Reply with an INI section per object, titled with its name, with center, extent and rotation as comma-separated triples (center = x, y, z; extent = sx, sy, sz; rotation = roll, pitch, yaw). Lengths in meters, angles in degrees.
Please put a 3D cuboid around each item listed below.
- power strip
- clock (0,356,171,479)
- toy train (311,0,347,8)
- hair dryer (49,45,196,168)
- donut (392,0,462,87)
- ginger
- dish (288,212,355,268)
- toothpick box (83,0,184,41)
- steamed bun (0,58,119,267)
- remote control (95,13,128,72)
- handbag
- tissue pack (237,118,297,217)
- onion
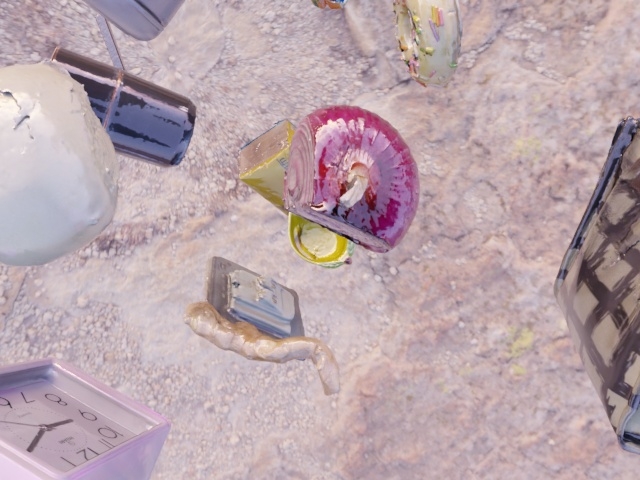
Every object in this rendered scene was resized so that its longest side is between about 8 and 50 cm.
[power strip]
center = -0.108, 0.108, 1.122
extent = 0.213, 0.198, 0.064
rotation = 26, 118, -28
[clock]
center = -0.231, 0.163, 0.503
extent = 0.150, 0.197, 0.063
rotation = 25, 90, 11
[toy train]
center = 0.000, -0.607, 1.363
extent = 0.072, 0.099, 0.188
rotation = -58, 139, -16
[hair dryer]
center = -0.293, -0.203, 0.901
extent = 0.189, 0.352, 0.107
rotation = 18, 102, -22
[donut]
center = 0.146, -0.300, 0.858
extent = 0.068, 0.175, 0.175
rotation = -11, 108, -4
[ginger]
center = -0.092, 0.156, 0.930
extent = 0.287, 0.089, 0.075
rotation = 17, 92, 20
[dish]
center = 0.000, 0.000, 1.548
extent = 0.149, 0.080, 0.207
rotation = -43, 78, -13
[toothpick box]
center = -0.126, -0.343, 0.490
extent = 0.229, 0.229, 0.316
rotation = 38, 94, -20
[steamed bun]
center = -0.190, -0.050, 0.374
extent = 0.112, 0.091, 0.130
rotation = -18, 70, -1
[remote control]
center = -0.528, -0.472, 1.581
extent = 0.025, 0.063, 0.245
rotation = -22, 82, -3
[handbag]
center = 0.430, 0.044, 0.772
extent = 0.162, 0.325, 0.327
rotation = 8, 119, 2
[tissue pack]
center = -0.076, -0.180, 1.698
extent = 0.192, 0.134, 0.271
rotation = -27, 137, 27
[onion]
center = 0.063, -0.119, 1.106
extent = 0.256, 0.272, 0.231
rotation = 29, 75, -39
